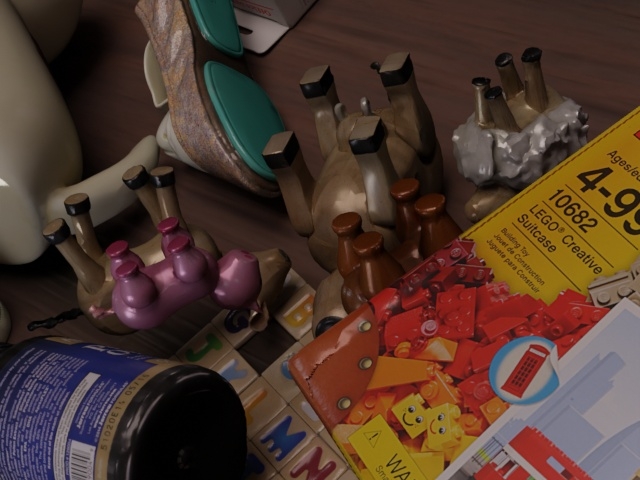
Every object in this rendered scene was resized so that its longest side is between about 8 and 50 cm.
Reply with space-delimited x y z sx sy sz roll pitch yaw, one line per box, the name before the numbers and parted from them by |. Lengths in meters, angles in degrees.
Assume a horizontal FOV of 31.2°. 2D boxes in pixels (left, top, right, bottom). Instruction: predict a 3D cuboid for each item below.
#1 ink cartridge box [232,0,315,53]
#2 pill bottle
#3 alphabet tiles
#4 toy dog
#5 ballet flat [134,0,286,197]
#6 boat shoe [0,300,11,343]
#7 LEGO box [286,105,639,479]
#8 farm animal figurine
ink cartridge box | -0.045 -0.290 1.166 0.115 0.067 0.198 25 69 39
pill bottle | -0.170 0.133 0.814 0.219 0.123 0.122 7 58 36
alphabet tiles | -0.038 0.138 0.864 0.198 0.009 0.237 -42 47 -9
toy dog | -0.352 -0.183 1.102 0.396 0.284 0.407 -5 52 7
ballet flat | -0.109 -0.136 1.062 0.106 0.108 0.316 -40 46 26
boat shoe | -0.433 0.131 0.975 0.340 0.113 0.127 -33 52 -11
LEGO box | 0.271 0.159 0.562 0.372 0.193 0.500 -36 47 -2
farm animal figurine | 0.000 0.000 0.850 0.330 0.172 0.327 6 41 37
